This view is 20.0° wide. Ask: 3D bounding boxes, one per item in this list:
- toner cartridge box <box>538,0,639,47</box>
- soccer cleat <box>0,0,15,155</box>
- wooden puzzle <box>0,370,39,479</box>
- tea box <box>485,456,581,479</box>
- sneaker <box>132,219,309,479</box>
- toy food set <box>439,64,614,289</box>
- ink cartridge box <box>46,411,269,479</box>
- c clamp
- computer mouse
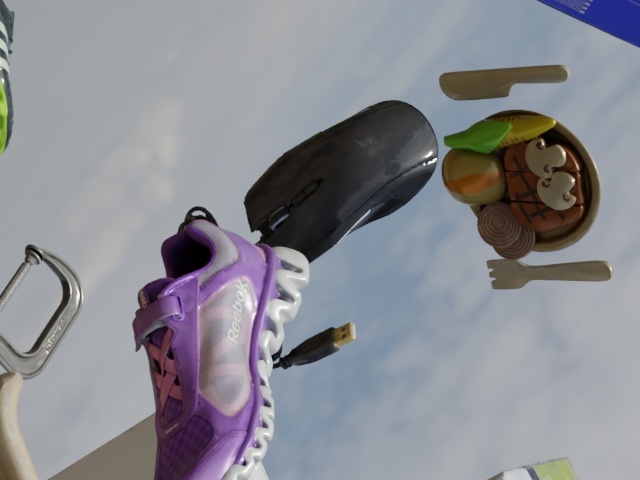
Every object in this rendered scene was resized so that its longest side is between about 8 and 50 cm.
[{"bbox_3d":[0.322,-0.305,1.918,0.165,0.348,0.075,122,-11,-45],"label":"toner cartridge box"},{"bbox_3d":[-0.284,-0.158,1.551,0.060,0.179,0.072,3,-160,22],"label":"soccer cleat"},{"bbox_3d":[-0.240,0.293,1.187,0.080,0.348,0.322,-10,166,-37],"label":"wooden puzzle"},{"bbox_3d":[0.141,0.401,1.921,0.329,0.220,0.323,-29,167,14],"label":"tea box"},{"bbox_3d":[-0.084,0.079,1.209,0.095,0.104,0.236,-32,-147,39],"label":"sneaker"},{"bbox_3d":[0.159,-0.043,1.447,0.132,0.192,0.038,-4,-158,34],"label":"toy food set"},{"bbox_3d":[-0.138,0.382,1.509,0.285,0.395,0.166,-32,-152,-24],"label":"ink cartridge box"},{"bbox_3d":[-0.305,0.066,1.847,0.022,0.137,0.160,-9,-145,42],"label":"c clamp"},{"bbox_3d":[0.000,0.000,1.598,0.262,0.184,0.060,-29,166,16],"label":"computer mouse"}]
